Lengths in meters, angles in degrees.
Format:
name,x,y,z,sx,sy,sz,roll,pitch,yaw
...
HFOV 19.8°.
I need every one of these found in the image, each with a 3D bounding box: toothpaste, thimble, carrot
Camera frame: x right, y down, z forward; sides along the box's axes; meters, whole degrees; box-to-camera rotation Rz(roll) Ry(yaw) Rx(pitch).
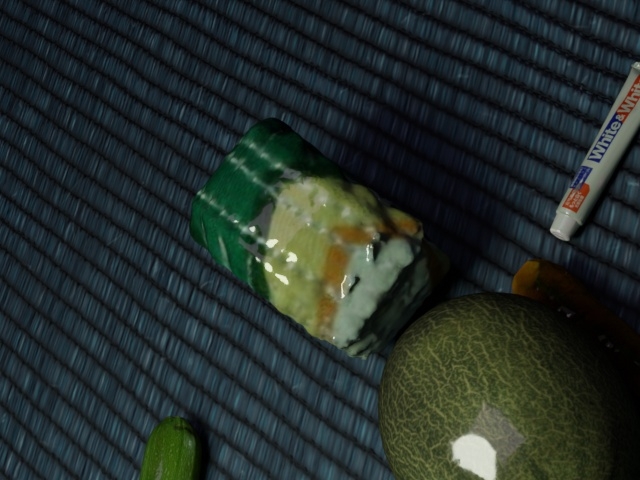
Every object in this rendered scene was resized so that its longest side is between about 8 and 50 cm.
name,x,y,z,sx,sy,sz,roll,pitch,yaw
toothpaste,0.308,-0.097,1.974,0.052,0.033,0.218,21,76,41
thimble,0.000,0.000,2.014,0.167,0.254,0.288,-54,41,3
carrot,0.306,0.114,1.833,0.066,0.066,0.314,-52,48,3

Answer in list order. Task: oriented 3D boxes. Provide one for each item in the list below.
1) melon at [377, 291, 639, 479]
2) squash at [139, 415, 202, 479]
name,x,y,z,sx,sy,sz,roll,pitch,yaw
melon,0.182,0.183,1.760,0.237,0.237,0.301,-47,37,8
squash,-0.185,0.309,2.121,0.077,0.068,0.219,6,69,25
